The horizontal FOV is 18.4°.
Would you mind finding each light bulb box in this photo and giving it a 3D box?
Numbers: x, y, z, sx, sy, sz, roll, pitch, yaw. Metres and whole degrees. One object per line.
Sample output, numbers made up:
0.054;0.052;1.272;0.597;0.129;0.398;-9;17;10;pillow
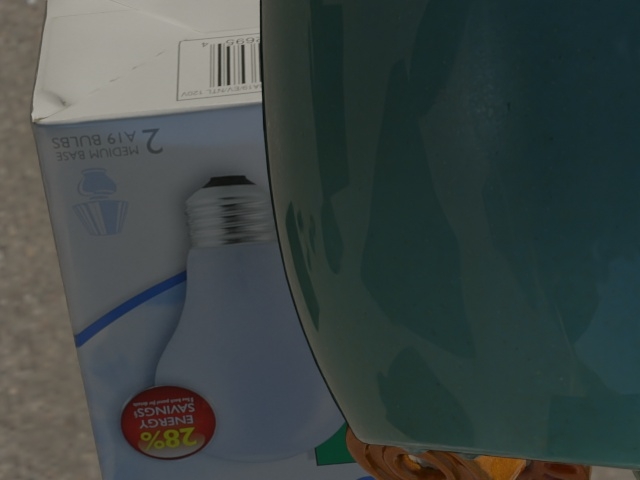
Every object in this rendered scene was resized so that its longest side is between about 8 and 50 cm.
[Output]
0.000;0.000;1.418;0.225;0.357;0.361;-93;177;-57;light bulb box

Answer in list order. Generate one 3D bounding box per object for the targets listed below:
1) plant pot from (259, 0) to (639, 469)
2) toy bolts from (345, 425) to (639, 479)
0.113;-0.035;0.692;0.293;0.293;0.235;12;80;-48;plant pot
0.145;0.102;1.109;0.158;0.228;0.218;-63;144;-27;toy bolts
